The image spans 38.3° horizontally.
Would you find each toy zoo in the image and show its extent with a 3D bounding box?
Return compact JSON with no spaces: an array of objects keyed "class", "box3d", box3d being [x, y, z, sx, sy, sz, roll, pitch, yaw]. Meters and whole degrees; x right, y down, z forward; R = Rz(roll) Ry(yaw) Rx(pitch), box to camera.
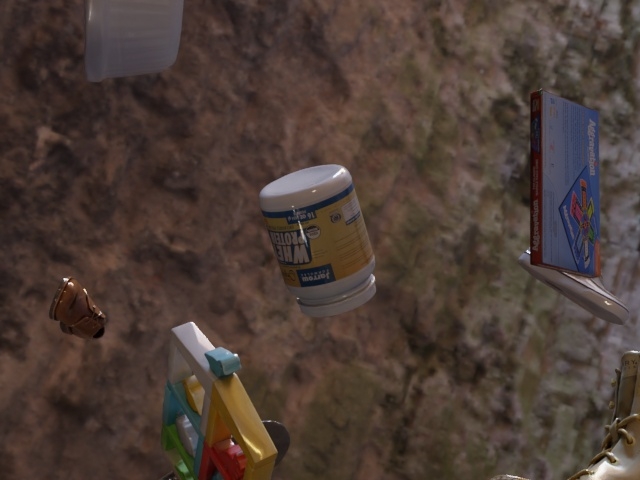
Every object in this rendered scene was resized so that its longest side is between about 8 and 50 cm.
[{"class":"toy zoo","box3d":[-0.122,0.227,1.052,0.030,0.192,0.293,-19,-37,-29]}]

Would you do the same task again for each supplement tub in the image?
[{"class":"supplement tub","box3d":[0.000,0.000,1.391,0.144,0.144,0.199,-55,-50,-63]}]

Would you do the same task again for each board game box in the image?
[{"class":"board game box","box3d":[0.392,-0.089,1.473,0.027,0.145,0.281,-15,68,54]}]

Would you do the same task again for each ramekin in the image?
[{"class":"ramekin","box3d":[-0.266,-0.359,1.300,0.273,0.127,0.272,180,90,-75]}]

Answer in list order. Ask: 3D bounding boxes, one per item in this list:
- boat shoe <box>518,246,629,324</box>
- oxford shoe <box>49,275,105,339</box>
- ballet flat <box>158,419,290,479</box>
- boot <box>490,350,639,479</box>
[{"class":"boat shoe","box3d":[0.520,0.075,1.853,0.088,0.267,0.096,-50,-50,-3]},{"class":"oxford shoe","box3d":[-0.387,0.112,1.496,0.212,0.076,0.076,100,-168,-71]},{"class":"ballet flat","box3d":[-0.159,0.349,1.388,0.250,0.084,0.058,-29,-7,-20]},{"class":"boot","box3d":[0.284,0.203,0.896,0.095,0.262,0.203,121,160,-63]}]
